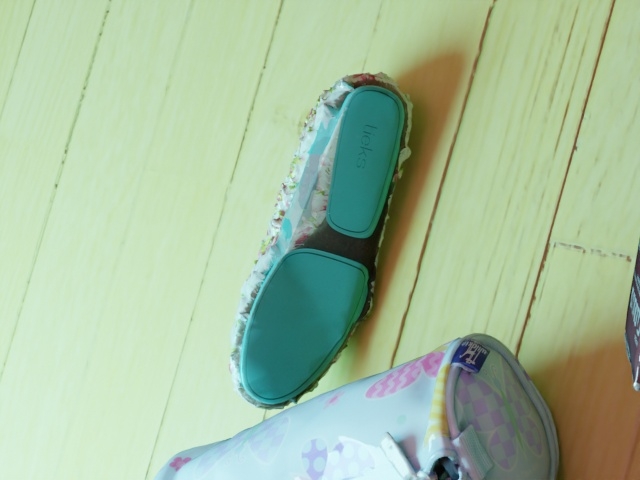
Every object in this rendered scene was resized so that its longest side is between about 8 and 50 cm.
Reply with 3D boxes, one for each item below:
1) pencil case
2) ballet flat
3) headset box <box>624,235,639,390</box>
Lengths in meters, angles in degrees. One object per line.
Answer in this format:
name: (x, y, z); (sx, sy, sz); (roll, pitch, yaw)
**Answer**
pencil case: (0.016, 0.153, 1.201); (0.273, 0.113, 0.124); (-24, 19, 36)
ballet flat: (0.000, 0.000, 1.308); (0.241, 0.091, 0.077); (-67, 16, -3)
headset box: (0.263, -0.038, 0.864); (0.218, 0.110, 0.293); (10, 103, 5)
